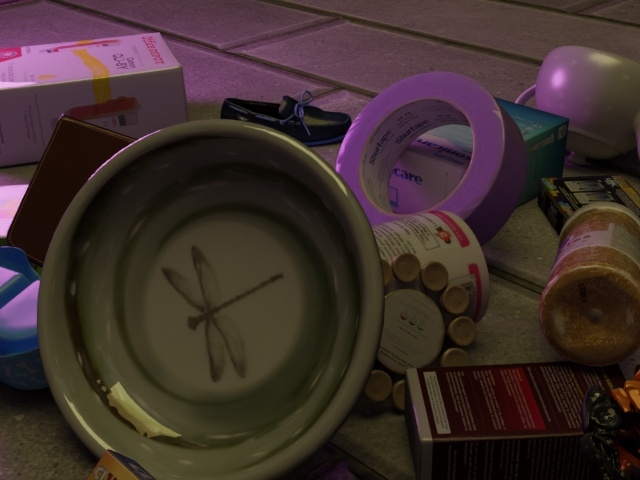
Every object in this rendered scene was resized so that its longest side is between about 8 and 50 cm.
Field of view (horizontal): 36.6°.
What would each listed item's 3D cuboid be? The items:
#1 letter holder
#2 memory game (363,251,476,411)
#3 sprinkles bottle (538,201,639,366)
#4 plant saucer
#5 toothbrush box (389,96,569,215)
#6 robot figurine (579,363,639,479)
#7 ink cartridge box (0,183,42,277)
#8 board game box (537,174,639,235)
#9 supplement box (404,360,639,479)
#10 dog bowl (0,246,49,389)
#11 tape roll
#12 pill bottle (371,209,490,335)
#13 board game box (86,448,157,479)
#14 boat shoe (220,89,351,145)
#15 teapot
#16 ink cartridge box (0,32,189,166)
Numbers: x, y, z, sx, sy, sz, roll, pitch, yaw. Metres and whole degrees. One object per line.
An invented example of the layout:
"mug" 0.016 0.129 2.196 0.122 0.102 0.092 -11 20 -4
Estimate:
"letter holder" -0.250 -0.013 1.358 0.302 0.214 0.152 18 -13 11
"memory game" 0.100 0.105 1.124 0.186 0.186 0.012 -14 2 -23
"sprinkles bottle" 0.346 0.042 1.196 0.121 0.121 0.355 7 15 16
"plant saucer" -0.114 0.071 1.056 0.401 0.400 0.100 9 -5 20
"toothbrush box" 0.242 -0.137 1.625 0.216 0.126 0.296 24 36 38
"robot figurine" 0.356 0.233 0.869 0.211 0.085 0.291 -8 44 -14
"ink cartridge box" -0.428 -0.008 1.443 0.255 0.097 0.188 -4 27 -3
"board game box" 0.435 -0.048 1.528 0.141 0.048 0.170 -1 27 -4
"supplement box" 0.216 0.195 1.037 0.240 0.073 0.130 -3 28 -1
"dog bowl" -0.387 0.098 1.215 0.297 0.074 0.166 12 43 37
"tape roll" 0.159 -0.107 1.423 0.275 0.274 0.090 24 -5 40
"pill bottle" 0.052 0.067 1.202 0.283 0.160 0.160 -14 30 -23
"board game box" -0.144 0.300 0.785 0.243 0.042 0.165 27 80 42
"boat shoe" -0.068 -0.237 1.876 0.259 0.089 0.109 -2 27 -1
"teapot" 0.487 -0.227 1.741 0.253 0.187 0.256 21 3 4
"ink cartridge box" -0.474 -0.289 1.922 0.385 0.160 0.279 -9 28 -15
